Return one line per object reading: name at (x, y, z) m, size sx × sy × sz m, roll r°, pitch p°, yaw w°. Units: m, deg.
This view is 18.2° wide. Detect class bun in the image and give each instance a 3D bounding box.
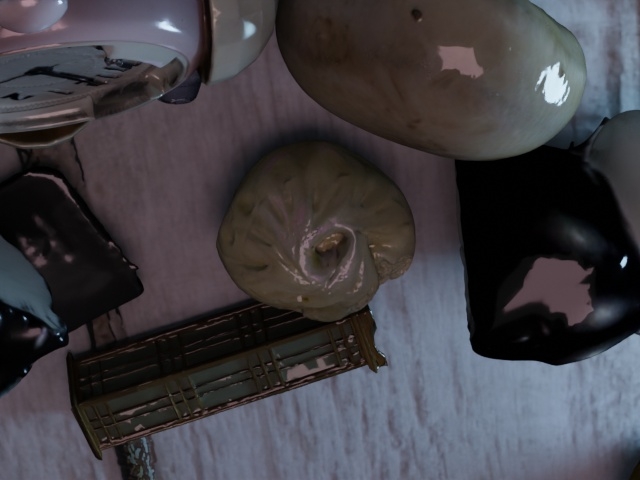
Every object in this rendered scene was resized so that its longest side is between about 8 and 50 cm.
bun at (0.000, 0.000, 1.976) m, size 0.193 × 0.128 × 0.178 m, roll 33°, pitch 100°, yaw -11°

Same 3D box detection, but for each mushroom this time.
mushroom at (0.120, -0.225, 1.818) m, size 0.292 × 0.292 × 0.290 m, roll 18°, pitch 90°, yaw -21°

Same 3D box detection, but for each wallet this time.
wallet at (-0.377, 0.067, 2.023) m, size 0.377 × 0.051 × 0.197 m, roll -28°, pitch 123°, yaw 7°

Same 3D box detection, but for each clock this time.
clock at (-0.240, -0.191, 1.704) m, size 0.342 × 0.184 × 0.326 m, roll -12°, pitch 165°, yaw 35°

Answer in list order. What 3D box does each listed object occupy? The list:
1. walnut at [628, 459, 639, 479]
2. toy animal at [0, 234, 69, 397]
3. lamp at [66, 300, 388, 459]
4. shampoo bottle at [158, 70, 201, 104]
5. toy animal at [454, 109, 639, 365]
walnut at (0.424, 0.322, 2.285) m, size 0.167 × 0.167 × 0.207 m, roll -7°, pitch 123°, yaw -6°
toy animal at (-0.390, 0.102, 1.888) m, size 0.212 × 0.212 × 0.267 m, roll 37°, pitch 107°, yaw -29°
lamp at (-0.100, 0.128, 2.091) m, size 0.325 × 0.089 × 0.090 m, roll -18°, pitch 128°, yaw 2°
shampoo bottle at (-0.132, -0.237, 1.859) m, size 0.087 × 0.049 × 0.233 m, roll -4°, pitch 125°, yaw -10°
toy animal at (0.294, 0.005, 2.006) m, size 0.310 × 0.251 × 0.251 m, roll -7°, pitch 125°, yaw 2°
